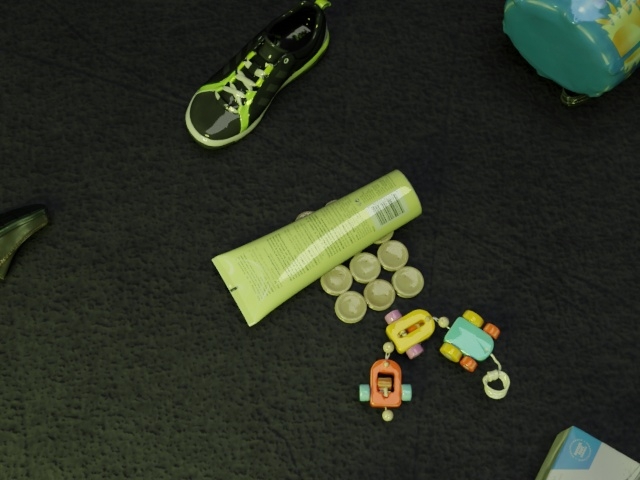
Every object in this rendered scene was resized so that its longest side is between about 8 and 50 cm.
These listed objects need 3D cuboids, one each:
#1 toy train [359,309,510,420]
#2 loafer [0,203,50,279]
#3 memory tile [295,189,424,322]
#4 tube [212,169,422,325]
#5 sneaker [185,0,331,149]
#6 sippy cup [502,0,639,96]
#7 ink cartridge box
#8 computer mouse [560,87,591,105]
[{"bbox_3d":[0.124,0.140,1.157,0.166,0.046,0.125,-3,72,-1],"label":"toy train"},{"bbox_3d":[-0.378,0.018,1.170,0.170,0.062,0.061,-36,115,-21],"label":"loafer"},{"bbox_3d":[0.044,0.017,1.211,0.113,0.012,0.148,-24,74,-11],"label":"memory tile"},{"bbox_3d":[0.000,0.000,1.181,0.240,0.062,0.070,-30,32,-7],"label":"tube"},{"bbox_3d":[-0.077,-0.213,1.238,0.084,0.097,0.234,39,73,10],"label":"sneaker"},{"bbox_3d":[0.346,-0.304,1.232,0.240,0.305,0.224,43,79,-15],"label":"sippy cup"},{"bbox_3d":[0.322,0.292,1.105,0.180,0.060,0.104,29,71,7],"label":"ink cartridge box"},{"bbox_3d":[0.413,-0.226,1.306,0.242,0.041,0.071,-25,50,-4],"label":"computer mouse"}]
